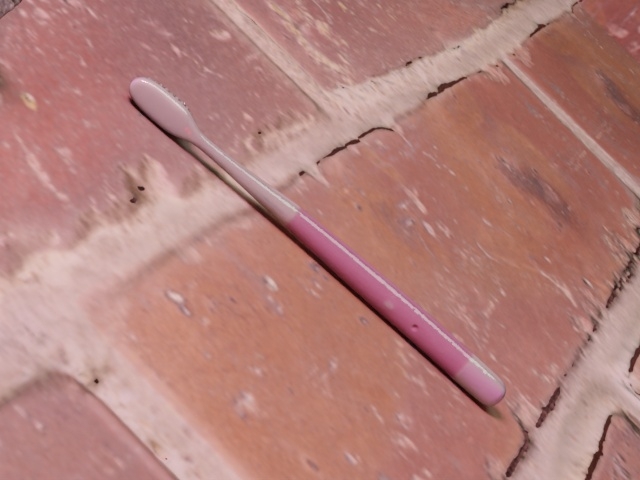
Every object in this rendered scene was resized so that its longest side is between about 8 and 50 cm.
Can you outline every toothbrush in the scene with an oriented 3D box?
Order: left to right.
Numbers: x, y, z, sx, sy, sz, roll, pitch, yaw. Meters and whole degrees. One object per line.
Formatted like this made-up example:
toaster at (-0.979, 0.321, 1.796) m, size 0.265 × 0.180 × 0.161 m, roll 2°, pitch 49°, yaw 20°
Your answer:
toothbrush at (0.000, 0.000, 1.061) m, size 0.286 × 0.020 × 0.025 m, roll 41°, pitch 14°, yaw -7°

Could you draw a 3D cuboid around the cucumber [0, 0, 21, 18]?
cucumber at (-0.202, -0.144, 0.907) m, size 0.112 × 0.064 × 0.064 m, roll 43°, pitch 21°, yaw -2°
